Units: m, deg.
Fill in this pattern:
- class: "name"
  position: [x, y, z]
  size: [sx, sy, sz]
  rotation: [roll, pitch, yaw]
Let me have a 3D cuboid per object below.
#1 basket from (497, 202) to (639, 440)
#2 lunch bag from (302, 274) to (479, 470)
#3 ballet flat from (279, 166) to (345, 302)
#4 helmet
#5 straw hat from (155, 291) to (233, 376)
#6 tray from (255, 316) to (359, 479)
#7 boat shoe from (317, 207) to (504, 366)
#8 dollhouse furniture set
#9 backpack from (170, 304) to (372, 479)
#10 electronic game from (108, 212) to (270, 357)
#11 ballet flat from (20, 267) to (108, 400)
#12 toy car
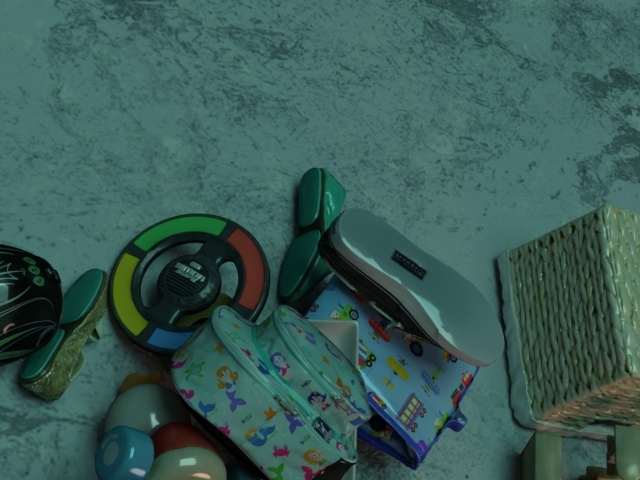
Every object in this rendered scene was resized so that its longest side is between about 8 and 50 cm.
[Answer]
- class: "basket"
  position: [0.516, 0.152, 2.125]
  size: [0.328, 0.266, 0.331]
  rotation: [13, 61, -31]
- class: "lunch bag"
  position: [0.103, 0.183, 1.865]
  size: [0.293, 0.138, 0.221]
  rotation: [37, 49, 1]
- class: "ballet flat"
  position: [0.000, 0.000, 1.963]
  size: [0.087, 0.083, 0.247]
  rotation: [32, 52, -31]
- class: "helmet"
  position: [-0.425, 0.083, 1.568]
  size: [0.162, 0.169, 0.169]
  rotation: [-3, 68, -50]
- class: "straw hat"
  position: [-0.165, 0.147, 1.774]
  size: [0.061, 0.145, 0.144]
  rotation: [60, 33, -50]
- class: "tray"
  position: [-0.021, 0.240, 1.744]
  size: [0.145, 0.030, 0.270]
  rotation: [2, 96, 2]
- class: "boat shoe"
  position: [0.125, 0.083, 1.802]
  size: [0.306, 0.105, 0.113]
  rotation: [35, 53, -6]
- class: "dollhouse furniture set"
  position: [0.447, 0.410, 1.982]
  size: [0.242, 0.212, 0.161]
  rotation: [8, 57, -2]
- class: "backpack"
  position: [-0.064, 0.193, 1.603]
  size: [0.253, 0.191, 0.225]
  rotation: [37, 9, -10]
- class: "electronic game"
  position: [-0.184, 0.060, 1.751]
  size: [0.229, 0.048, 0.229]
  rotation: [-3, 58, 5]
- class: "ballet flat"
  position: [-0.333, 0.130, 1.678]
  size: [0.067, 0.073, 0.206]
  rotation: [57, 45, -34]
- class: "toy car"
  position: [-0.231, 0.278, 1.618]
  size: [0.219, 0.210, 0.238]
  rotation: [27, 23, -37]
